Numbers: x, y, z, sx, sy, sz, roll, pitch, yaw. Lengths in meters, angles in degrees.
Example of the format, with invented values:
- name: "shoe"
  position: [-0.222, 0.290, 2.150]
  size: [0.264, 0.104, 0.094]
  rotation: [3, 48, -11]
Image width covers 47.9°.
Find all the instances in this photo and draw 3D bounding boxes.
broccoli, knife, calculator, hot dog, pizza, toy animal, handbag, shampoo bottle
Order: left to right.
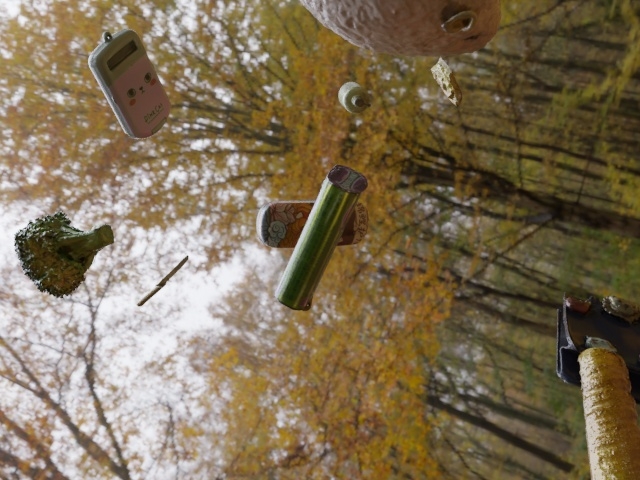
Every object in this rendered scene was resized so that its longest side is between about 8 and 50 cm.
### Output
- name: "broccoli"
  position: [-0.511, 0.011, 1.464]
  size: [0.220, 0.194, 0.194]
  rotation: [25, -97, -68]
- name: "calculator"
  position: [-0.408, -0.337, 1.554]
  size: [0.141, 0.045, 0.246]
  rotation: [-55, -41, -37]
- name: "knife"
  position: [-0.417, 0.110, 1.902]
  size: [0.298, 0.017, 0.047]
  rotation: [-37, -13, 39]
- name: "shampoo bottle"
  position: [0.099, -0.408, 2.072]
  size: [0.162, 0.079, 0.079]
  rotation: [-106, 23, -70]
- name: "toy animal"
  position: [0.138, -0.404, 1.184]
  size: [0.226, 0.359, 0.188]
  rotation: [148, 123, -78]
- name: "pizza"
  position: [0.312, -0.403, 1.812]
  size: [0.036, 0.160, 0.099]
  rotation: [-27, -38, 5]
- name: "hot dog"
  position: [0.410, 0.276, 1.002]
  size: [0.083, 0.068, 0.288]
  rotation: [31, -134, -25]
- name: "handbag"
  position: [0.766, 0.261, 1.842]
  size: [0.329, 0.304, 0.121]
  rotation: [-59, -18, -57]

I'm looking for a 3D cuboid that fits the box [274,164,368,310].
- name: "box"
  position: [0.000, 0.000, 1.691]
  size: [0.345, 0.097, 0.134]
  rotation: [-65, -3, 27]

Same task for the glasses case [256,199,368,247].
- name: "glasses case"
  position: [-0.016, -0.046, 1.903]
  size: [0.321, 0.082, 0.122]
  rotation: [-3, -80, -28]
